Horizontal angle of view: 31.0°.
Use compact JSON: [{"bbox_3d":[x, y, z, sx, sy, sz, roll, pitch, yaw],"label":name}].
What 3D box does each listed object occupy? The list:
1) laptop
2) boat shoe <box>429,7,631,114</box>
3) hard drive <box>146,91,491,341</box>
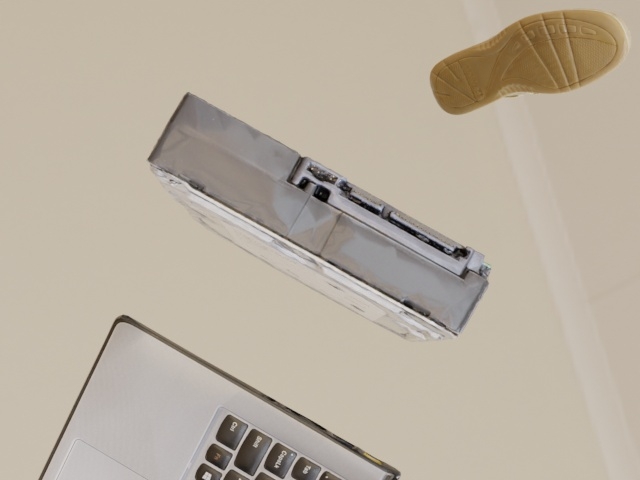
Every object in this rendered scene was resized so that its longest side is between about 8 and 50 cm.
[{"bbox_3d":[-0.094,0.337,0.859,0.382,0.408,0.236,-62,174,16],"label":"laptop"},{"bbox_3d":[0.160,-0.139,0.861,0.170,0.059,0.063,-8,-73,45],"label":"boat shoe"},{"bbox_3d":[0.000,0.000,0.897,0.064,0.237,0.339,-61,178,-6],"label":"hard drive"}]
